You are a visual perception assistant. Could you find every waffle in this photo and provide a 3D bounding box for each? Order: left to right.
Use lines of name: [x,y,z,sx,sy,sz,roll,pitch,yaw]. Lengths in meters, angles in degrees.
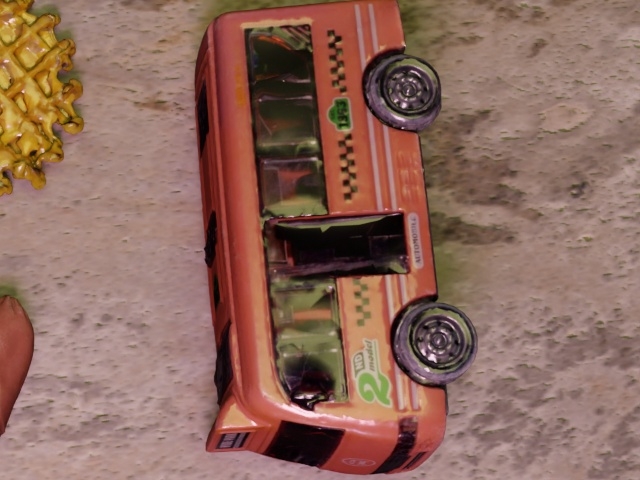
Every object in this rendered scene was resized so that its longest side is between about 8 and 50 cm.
waffle: [-0.341,-0.150,1.860,0.231,0.051,0.229,2,70,-14]

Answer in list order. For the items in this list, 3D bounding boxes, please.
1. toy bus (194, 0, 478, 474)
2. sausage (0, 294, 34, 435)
toy bus: [0.000,0.000,1.816,0.233,0.203,0.427,-2,72,-10]
sausage: [-0.360,0.241,1.711,0.088,0.088,0.433,27,69,-4]
